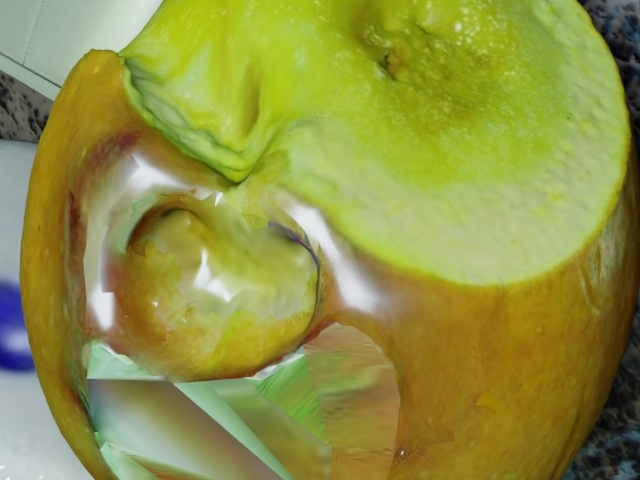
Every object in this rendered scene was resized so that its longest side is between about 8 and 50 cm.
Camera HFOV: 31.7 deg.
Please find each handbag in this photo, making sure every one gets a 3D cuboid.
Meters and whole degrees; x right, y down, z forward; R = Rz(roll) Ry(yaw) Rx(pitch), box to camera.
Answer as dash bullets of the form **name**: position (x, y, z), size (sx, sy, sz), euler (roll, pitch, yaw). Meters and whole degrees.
- **handbag**: position (-0.138, -0.248, 0.811), size (0.241, 0.109, 0.315), euler (29, 109, 17)

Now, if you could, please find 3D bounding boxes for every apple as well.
- **apple**: position (0.000, 0.000, 0.647), size (0.374, 0.374, 0.384), euler (-1, 105, 31)

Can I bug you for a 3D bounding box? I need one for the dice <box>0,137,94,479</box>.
- **dice**: position (-0.240, 0.115, 0.865), size (0.304, 0.304, 0.277), euler (46, 126, 7)
